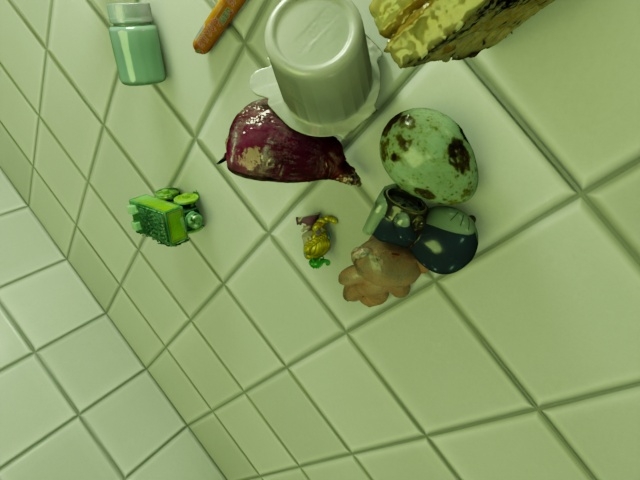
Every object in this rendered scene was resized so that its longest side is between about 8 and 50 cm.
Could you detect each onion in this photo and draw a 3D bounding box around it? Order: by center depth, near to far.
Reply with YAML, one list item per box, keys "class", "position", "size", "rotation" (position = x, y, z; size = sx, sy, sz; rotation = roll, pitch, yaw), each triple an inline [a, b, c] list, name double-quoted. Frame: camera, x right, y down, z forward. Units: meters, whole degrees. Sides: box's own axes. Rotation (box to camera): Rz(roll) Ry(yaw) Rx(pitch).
- class: "onion"
  position: [-0.055, -0.244, 1.080]
  size: [0.349, 0.267, 0.159]
  rotation: [12, 126, 7]

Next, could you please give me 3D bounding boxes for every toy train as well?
- class: "toy train"
  position: [-0.542, -0.090, 1.605]
  size: [0.272, 0.188, 0.159]
  rotation: [19, 123, 34]

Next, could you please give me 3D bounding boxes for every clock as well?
- class: "clock"
  position: [0.226, -0.026, 0.994]
  size: [0.244, 0.199, 0.146]
  rotation: [27, 116, 3]

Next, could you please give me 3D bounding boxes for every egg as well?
- class: "egg"
  position: [0.225, -0.167, 0.927]
  size: [0.231, 0.169, 0.169]
  rotation: [45, 135, -3]

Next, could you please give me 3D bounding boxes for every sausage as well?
- class: "sausage"
  position: [-0.247, -0.592, 1.166]
  size: [0.348, 0.053, 0.053]
  rotation: [-28, 94, 45]

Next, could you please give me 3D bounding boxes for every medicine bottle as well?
- class: "medicine bottle"
  position: [-0.557, -0.592, 1.367]
  size: [0.139, 0.139, 0.225]
  rotation: [19, 125, 32]

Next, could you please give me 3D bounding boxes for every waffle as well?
- class: "waffle"
  position: [0.263, -0.370, 0.634]
  size: [0.261, 0.376, 0.114]
  rotation: [-24, 96, 44]

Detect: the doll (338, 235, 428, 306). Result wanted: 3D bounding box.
- class: "doll"
  position: [0.145, 0.075, 1.179]
  size: [0.201, 0.156, 0.303]
  rotation: [10, 153, -11]

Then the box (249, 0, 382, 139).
- class: "box"
  position: [-0.024, -0.367, 0.900]
  size: [0.292, 0.206, 0.262]
  rotation: [7, 83, 8]

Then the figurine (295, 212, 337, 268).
- class: "figurine"
  position: [0.000, 0.000, 1.272]
  size: [0.115, 0.095, 0.156]
  rotation: [-9, 90, 21]
